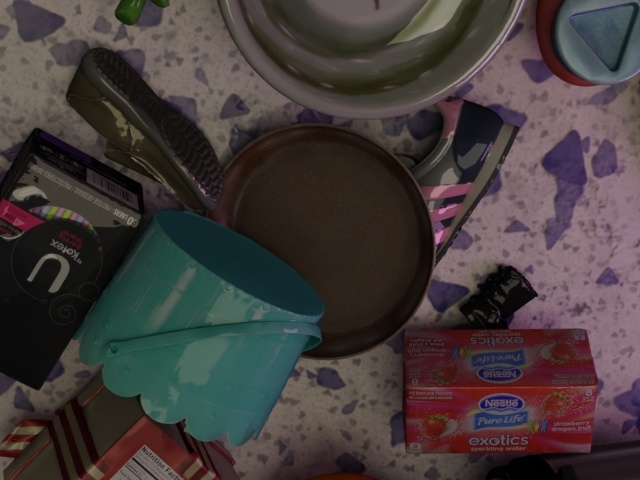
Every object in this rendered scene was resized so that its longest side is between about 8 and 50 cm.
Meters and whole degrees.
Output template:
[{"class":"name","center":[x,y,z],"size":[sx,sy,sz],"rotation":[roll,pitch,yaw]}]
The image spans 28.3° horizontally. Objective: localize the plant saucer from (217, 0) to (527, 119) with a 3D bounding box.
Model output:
[{"class":"plant saucer","center":[0.059,-0.346,1.500],"size":[0.400,0.100,0.401],"rotation":[-6,113,-15]}]

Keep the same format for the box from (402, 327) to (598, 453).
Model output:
[{"class":"box","center":[0.240,0.205,1.730],"size":[0.256,0.123,0.128],"rotation":[0,126,3]}]

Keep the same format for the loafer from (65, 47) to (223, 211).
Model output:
[{"class":"loafer","center":[-0.223,-0.130,1.603],"size":[0.087,0.094,0.251],"rotation":[-35,103,29]}]

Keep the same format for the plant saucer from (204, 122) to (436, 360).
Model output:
[{"class":"plant saucer","center":[0.000,0.000,1.647],"size":[0.310,0.050,0.311],"rotation":[3,102,14]}]

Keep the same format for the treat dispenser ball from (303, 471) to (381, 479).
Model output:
[{"class":"treat dispenser ball","center":[0.031,0.463,1.730],"size":[0.288,0.288,0.288],"rotation":[-3,109,-9]}]

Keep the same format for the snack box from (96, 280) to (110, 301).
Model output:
[{"class":"snack box","center":[-0.214,0.071,1.689],"size":[0.141,0.037,0.100],"rotation":[-35,112,2]}]

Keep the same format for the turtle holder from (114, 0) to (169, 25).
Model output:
[{"class":"turtle holder","center":[-0.225,-0.406,1.388],"size":[0.243,0.320,0.227],"rotation":[26,78,9]}]

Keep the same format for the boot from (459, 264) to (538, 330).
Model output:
[{"class":"boot","center":[0.263,0.100,1.782],"size":[0.099,0.045,0.121],"rotation":[-42,110,2]}]

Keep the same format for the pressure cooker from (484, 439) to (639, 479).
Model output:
[{"class":"pressure cooker","center":[0.387,0.471,1.762],"size":[0.420,0.375,0.370],"rotation":[-5,89,-8]}]

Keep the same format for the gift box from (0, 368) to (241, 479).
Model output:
[{"class":"gift box","center":[-0.270,0.329,1.647],"size":[0.276,0.258,0.255],"rotation":[-41,111,-3]}]

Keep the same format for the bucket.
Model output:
[{"class":"bucket","center":[-0.139,0.100,1.545],"size":[0.281,0.281,0.183],"rotation":[27,103,-17]}]

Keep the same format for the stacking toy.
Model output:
[{"class":"stacking toy","center":[0.440,-0.310,1.581],"size":[0.308,0.130,0.280],"rotation":[8,93,-5]}]

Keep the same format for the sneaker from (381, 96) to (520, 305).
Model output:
[{"class":"sneaker","center":[0.130,-0.046,1.689],"size":[0.131,0.112,0.319],"rotation":[32,100,1]}]

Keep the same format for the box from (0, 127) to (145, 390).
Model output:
[{"class":"box","center":[-0.356,0.022,1.591],"size":[0.165,0.143,0.270],"rotation":[29,102,-17]}]
